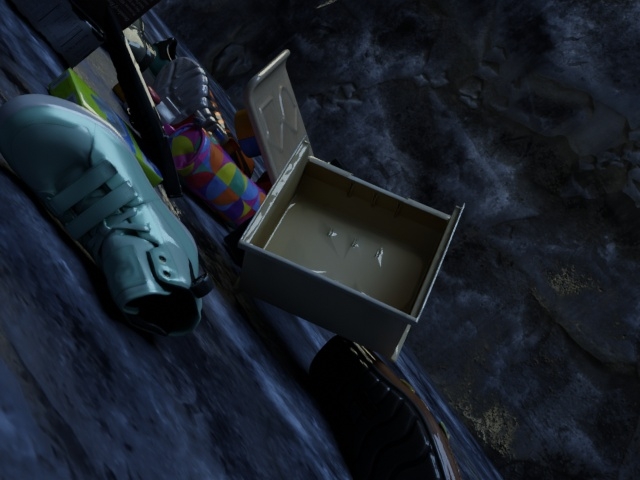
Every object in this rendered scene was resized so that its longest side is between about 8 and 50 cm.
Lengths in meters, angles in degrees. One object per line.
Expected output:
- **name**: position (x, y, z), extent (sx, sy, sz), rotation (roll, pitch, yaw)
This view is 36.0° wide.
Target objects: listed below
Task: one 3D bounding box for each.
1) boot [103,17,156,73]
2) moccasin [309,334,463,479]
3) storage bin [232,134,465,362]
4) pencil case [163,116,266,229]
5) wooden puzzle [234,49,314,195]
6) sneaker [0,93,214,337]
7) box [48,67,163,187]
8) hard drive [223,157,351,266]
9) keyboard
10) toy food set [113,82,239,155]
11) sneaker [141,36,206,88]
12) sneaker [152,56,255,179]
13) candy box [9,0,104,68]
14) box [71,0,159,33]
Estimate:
- **boot**: position (-0.439, -0.461, 2.043), extent (0.161, 0.083, 0.246), rotation (38, 12, -48)
- **moccasin**: position (0.100, 0.271, 1.347), extent (0.147, 0.139, 0.380), rotation (39, 1, -29)
- **storage bin**: position (0.045, 0.003, 1.432), extent (0.262, 0.260, 0.123), rotation (23, -39, 6)
- **pencil case**: position (-0.183, -0.110, 1.686), extent (0.104, 0.104, 0.236), rotation (55, 4, 39)
- **wooden puzzle**: position (-0.082, -0.170, 1.906), extent (0.322, 0.080, 0.348), rotation (-65, 144, -68)
- **sneaker**: position (-0.190, -0.018, 0.891), extent (0.256, 0.094, 0.151), rotation (47, 9, -32)
- **box**: position (-0.274, -0.133, 1.287), extent (0.178, 0.042, 0.109), rotation (47, 7, -41)
- **hard drive**: position (0.000, 0.000, 1.730), extent (0.064, 0.237, 0.339), rotation (58, 8, 27)
- **keyboard**: position (-0.262, -0.182, 1.444), extent (0.202, 0.033, 0.317), rotation (84, -17, -51)
- **toy food set**: position (-0.250, -0.209, 1.727), extent (0.232, 0.104, 0.111), rotation (51, 5, -15)
- **sneaker**: position (-0.278, -0.305, 2.114), extent (0.302, 0.121, 0.108), rotation (52, 5, 6)
- **sneaker**: position (-0.237, -0.220, 2.009), extent (0.180, 0.124, 0.321), rotation (52, 13, -56)
- **candy box**: position (-0.427, -0.379, 1.521), extent (0.196, 0.070, 0.165), rotation (49, 5, -30)
- **box**: position (-0.315, -0.457, 1.494), extent (0.168, 0.203, 0.167), rotation (55, 6, 31)
